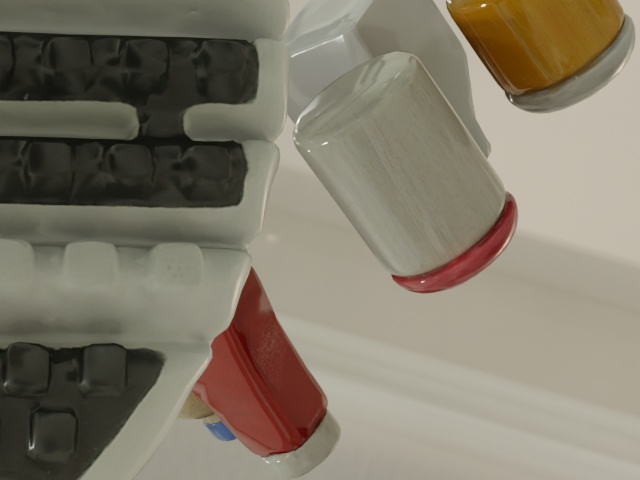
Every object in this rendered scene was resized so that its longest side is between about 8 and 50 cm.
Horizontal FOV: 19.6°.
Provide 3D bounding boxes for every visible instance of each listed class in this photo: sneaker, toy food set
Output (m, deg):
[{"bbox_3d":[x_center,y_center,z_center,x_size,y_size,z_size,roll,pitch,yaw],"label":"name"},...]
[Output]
[{"bbox_3d":[-0.068,-0.068,0.429,0.118,0.110,0.292,130,145,-69],"label":"sneaker"},{"bbox_3d":[0.000,0.000,0.554,0.232,0.104,0.111,-18,27,39],"label":"toy food set"}]
